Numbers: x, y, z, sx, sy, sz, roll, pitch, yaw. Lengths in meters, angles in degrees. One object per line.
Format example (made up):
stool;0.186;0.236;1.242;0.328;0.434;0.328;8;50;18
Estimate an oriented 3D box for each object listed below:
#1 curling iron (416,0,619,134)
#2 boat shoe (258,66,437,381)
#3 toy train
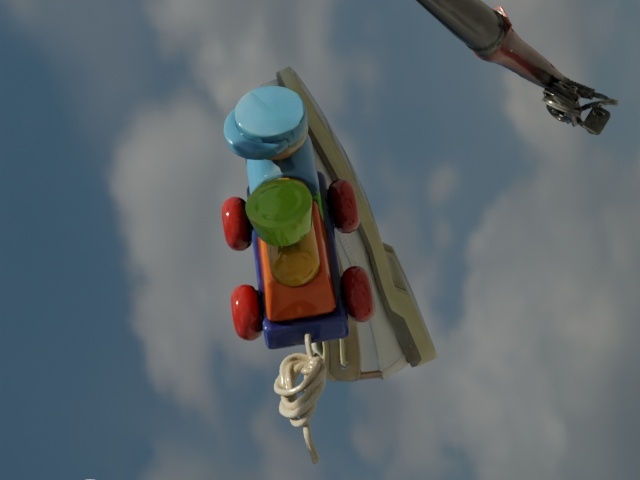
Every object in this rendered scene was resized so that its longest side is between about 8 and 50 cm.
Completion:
curling iron;0.124;-0.131;1.253;0.274;0.068;0.035;29;-89;-53
boat shoe;0.000;0.000;1.606;0.113;0.103;0.302;-104;-10;-63
toy train;-0.019;0.018;1.359;0.143;0.105;0.248;78;-177;-50
